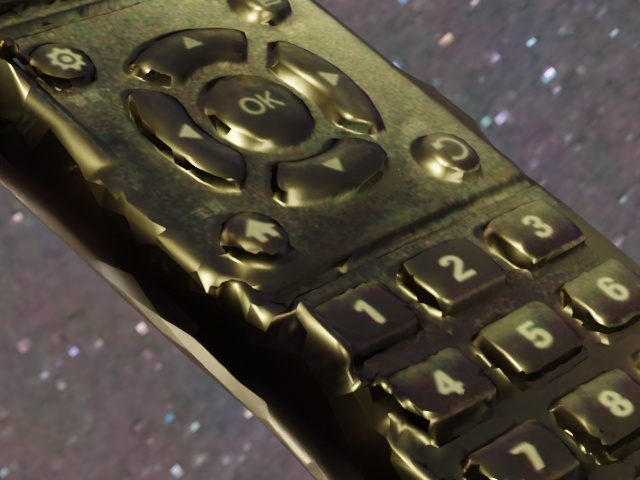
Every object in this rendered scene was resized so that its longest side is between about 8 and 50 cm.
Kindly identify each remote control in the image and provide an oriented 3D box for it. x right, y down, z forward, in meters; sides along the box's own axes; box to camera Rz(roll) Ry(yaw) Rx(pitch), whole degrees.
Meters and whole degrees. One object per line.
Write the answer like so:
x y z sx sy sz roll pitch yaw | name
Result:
0.000 0.000 0.539 0.399 0.144 0.062 42 -50 24 | remote control
